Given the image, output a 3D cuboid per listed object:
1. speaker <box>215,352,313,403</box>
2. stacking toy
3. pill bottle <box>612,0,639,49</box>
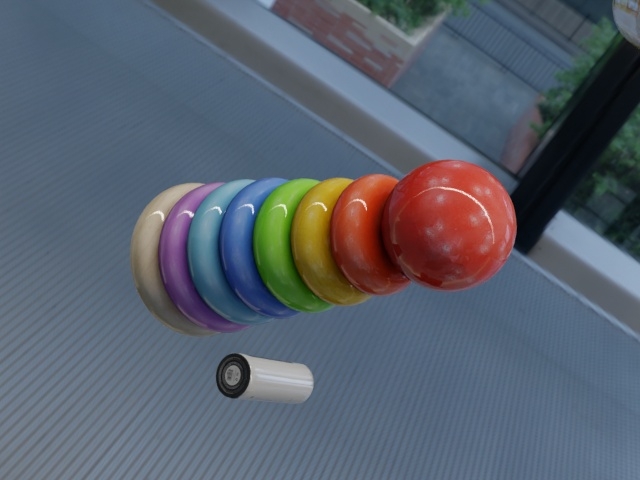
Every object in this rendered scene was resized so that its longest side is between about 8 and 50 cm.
[{"bbox_3d":[-0.067,0.174,0.987,0.136,0.055,0.055,21,30,-54],"label":"speaker"},{"bbox_3d":[0.000,0.000,0.615,0.141,0.330,0.141,11,75,-47],"label":"stacking toy"},{"bbox_3d":[0.372,-0.233,0.795,0.118,0.117,0.208,33,23,-4],"label":"pill bottle"}]
